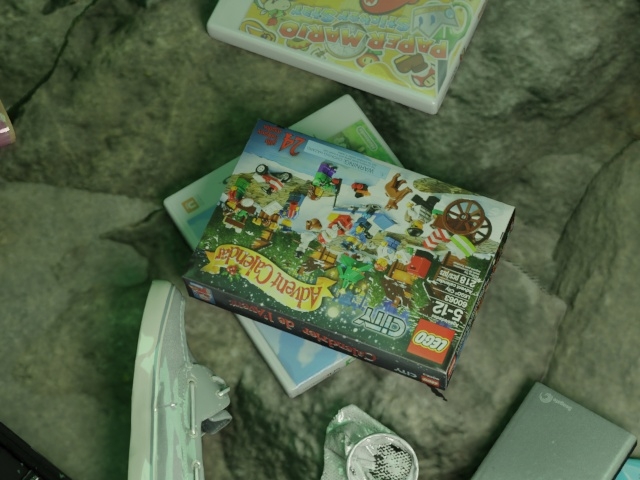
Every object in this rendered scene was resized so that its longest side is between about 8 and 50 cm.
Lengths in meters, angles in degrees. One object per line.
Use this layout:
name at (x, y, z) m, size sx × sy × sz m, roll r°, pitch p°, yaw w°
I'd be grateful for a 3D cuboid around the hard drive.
hard drive at (0.176, 0.189, 1.300) m, size 0.094 × 0.022 × 0.135 m, roll 29°, pitch 70°, yaw 23°

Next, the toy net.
toy net at (0.071, 0.223, 1.269) m, size 0.122 × 0.045 × 0.232 m, roll -28°, pitch 69°, yaw 10°

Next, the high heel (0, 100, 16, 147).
high heel at (-0.375, -0.161, 1.468) m, size 0.117 × 0.082 × 0.244 m, roll -25°, pitch 79°, yaw -18°

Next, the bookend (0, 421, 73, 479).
bookend at (-0.264, 0.233, 1.285) m, size 0.157 × 0.072 × 0.156 m, roll 36°, pitch 73°, yaw 18°

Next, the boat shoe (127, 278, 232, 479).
boat shoe at (-0.112, 0.143, 1.322) m, size 0.081 × 0.079 × 0.227 m, roll 3°, pitch 70°, yaw -5°

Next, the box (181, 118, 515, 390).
box at (0.025, 0.009, 1.358) m, size 0.233 × 0.044 × 0.159 m, roll 19°, pitch 68°, yaw 12°

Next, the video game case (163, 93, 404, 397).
video game case at (0.000, 0.000, 1.402) m, size 0.193 × 0.023 × 0.212 m, roll -31°, pitch 68°, yaw -10°

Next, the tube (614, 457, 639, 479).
tube at (0.334, 0.205, 1.279) m, size 0.207 × 0.052 × 0.080 m, roll -3°, pitch 52°, yaw 10°

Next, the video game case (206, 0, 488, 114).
video game case at (0.039, -0.239, 1.507) m, size 0.227 × 0.026 × 0.206 m, roll 20°, pitch 69°, yaw 12°
